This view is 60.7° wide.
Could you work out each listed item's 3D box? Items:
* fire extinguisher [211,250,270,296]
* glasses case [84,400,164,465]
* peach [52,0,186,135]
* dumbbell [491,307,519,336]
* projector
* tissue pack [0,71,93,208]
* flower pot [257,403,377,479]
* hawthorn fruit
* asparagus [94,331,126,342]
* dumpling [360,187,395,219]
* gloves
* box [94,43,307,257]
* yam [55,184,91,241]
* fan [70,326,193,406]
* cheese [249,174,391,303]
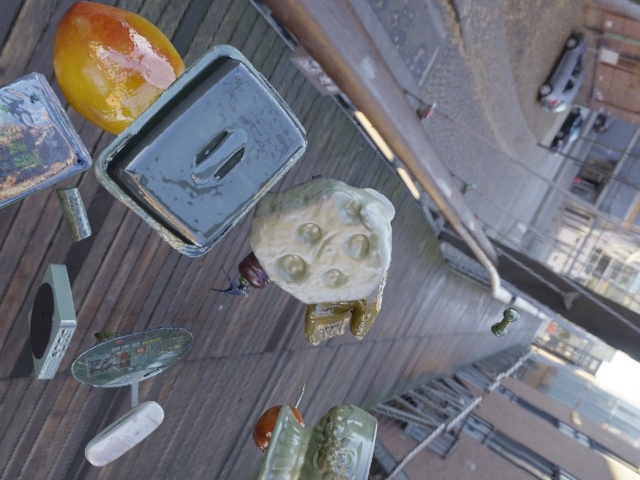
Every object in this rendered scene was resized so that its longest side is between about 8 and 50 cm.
[{"bbox_3d":[-0.156,0.041,1.538,0.344,0.102,0.138,-44,125,-13],"label":"fire extinguisher"},{"bbox_3d":[-0.493,0.487,1.384,0.204,0.051,0.081,-36,123,-24],"label":"glasses case"},{"bbox_3d":[-0.472,-0.402,1.292,0.289,0.289,0.308,-46,142,-29],"label":"peach"},{"bbox_3d":[0.581,0.258,1.722,0.052,0.046,0.118,-18,148,-22],"label":"dumbbell"},{"bbox_3d":[-0.810,0.245,1.660,0.079,0.259,0.257,9,126,-40],"label":"projector"},{"bbox_3d":[-0.872,-0.247,1.487,0.394,0.124,0.288,-27,112,-9],"label":"tissue pack"},{"bbox_3d":[-0.011,0.537,1.328,0.307,0.244,0.307,14,90,-85],"label":"flower pot"},{"bbox_3d":[-0.099,0.580,1.795,0.285,0.165,0.165,-45,151,-39],"label":"hawthorn fruit"},{"bbox_3d":[-0.593,0.354,1.776,0.080,0.287,0.080,-57,-162,29],"label":"asparagus"},{"bbox_3d":[0.142,-0.065,1.529,0.134,0.169,0.100,-27,-176,1],"label":"dumpling"},{"bbox_3d":[0.067,0.154,1.502,0.155,0.203,0.356,-79,-166,-60],"label":"gloves"},{"bbox_3d":[-0.174,-0.136,0.849,0.290,0.166,0.220,-48,115,-9],"label":"box"},{"bbox_3d":[-0.762,-0.085,1.692,0.068,0.068,0.169,-29,117,-49],"label":"yam"},{"bbox_3d":[-0.389,0.255,1.075,0.223,0.012,0.294,13,129,-49],"label":"fan"},{"bbox_3d":[0.000,0.000,1.226,0.318,0.326,0.115,-54,-167,34],"label":"cheese"}]
